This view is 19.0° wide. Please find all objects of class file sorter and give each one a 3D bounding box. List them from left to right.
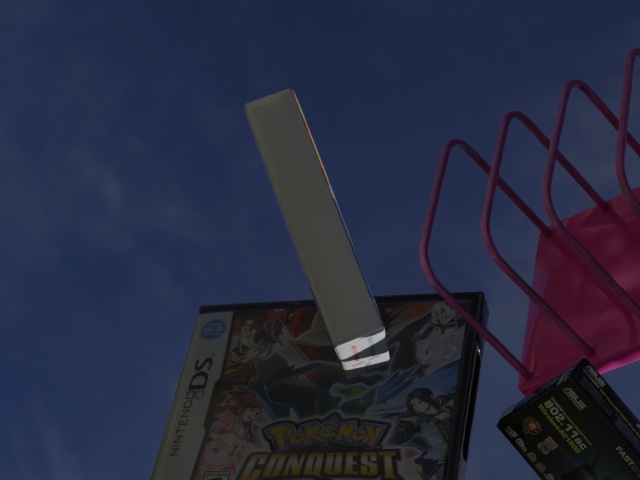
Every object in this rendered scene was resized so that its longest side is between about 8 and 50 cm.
[{"bbox_3d":[0.255,-0.032,1.657,0.291,0.202,0.182,-25,-56,35],"label":"file sorter"}]

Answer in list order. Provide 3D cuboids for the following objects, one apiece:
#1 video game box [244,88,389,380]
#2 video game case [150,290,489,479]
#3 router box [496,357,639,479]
[{"bbox_3d":[0.000,0.000,1.533,0.187,0.048,0.205,84,-15,-78],"label":"video game box"},{"bbox_3d":[-0.001,0.148,1.675,0.275,0.248,0.035,-4,-47,17],"label":"video game case"},{"bbox_3d":[0.218,0.169,1.564,0.122,0.038,0.092,49,-52,-1],"label":"router box"}]
